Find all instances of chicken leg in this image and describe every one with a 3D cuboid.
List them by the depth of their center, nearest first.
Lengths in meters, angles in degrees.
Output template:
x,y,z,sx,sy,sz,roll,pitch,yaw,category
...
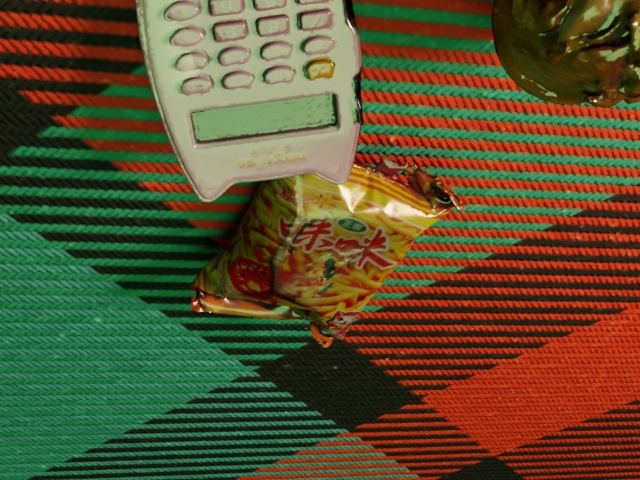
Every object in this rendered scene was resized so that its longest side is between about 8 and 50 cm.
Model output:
x,y,z,sx,sy,sz,roll,pitch,yaw,category
0.347,-0.260,0.741,0.409,0.182,0.295,-6,124,-11,chicken leg

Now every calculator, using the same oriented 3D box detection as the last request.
x,y,z,sx,sy,sz,roll,pitch,yaw,category
-0.061,-0.173,0.804,0.194,0.043,0.294,-7,127,-1,calculator

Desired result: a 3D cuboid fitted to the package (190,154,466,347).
x,y,z,sx,sy,sz,roll,pitch,yaw,category
-0.006,-0.003,1.001,0.223,0.108,0.288,20,123,-25,package
